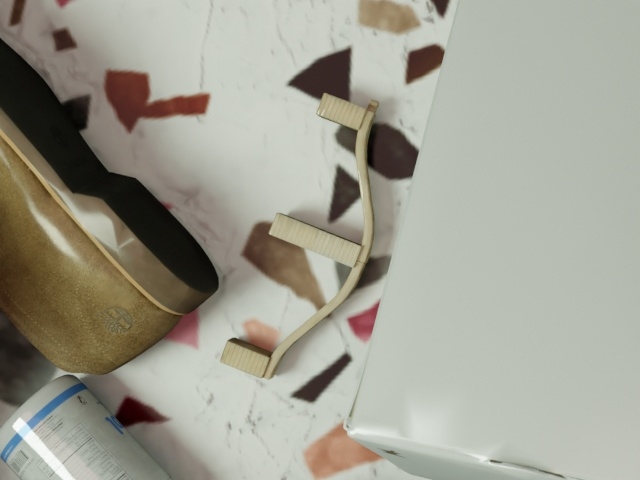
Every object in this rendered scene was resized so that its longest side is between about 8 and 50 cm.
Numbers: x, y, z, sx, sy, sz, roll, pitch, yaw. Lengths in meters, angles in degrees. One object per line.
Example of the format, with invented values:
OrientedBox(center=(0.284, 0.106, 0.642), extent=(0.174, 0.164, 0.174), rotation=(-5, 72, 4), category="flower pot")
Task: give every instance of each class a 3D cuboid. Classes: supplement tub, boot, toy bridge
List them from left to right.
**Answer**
OrientedBox(center=(-0.207, -0.045, 1.053), extent=(0.115, 0.112, 0.305), rotation=(-42, 85, 17), category="boot")
OrientedBox(center=(-0.146, 0.143, 1.050), extent=(0.071, 0.071, 0.107), rotation=(-45, 83, 6), category="supplement tub")
OrientedBox(center=(0.000, 0.000, 1.051), extent=(0.063, 0.026, 0.188), rotation=(22, 92, 7), category="toy bridge")

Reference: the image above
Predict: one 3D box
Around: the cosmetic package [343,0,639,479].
OrientedBox(center=(0.162, -0.038, 0.909), extent=(0.197, 0.155, 0.365), rotation=(12, 78, 20), category="cosmetic package")
